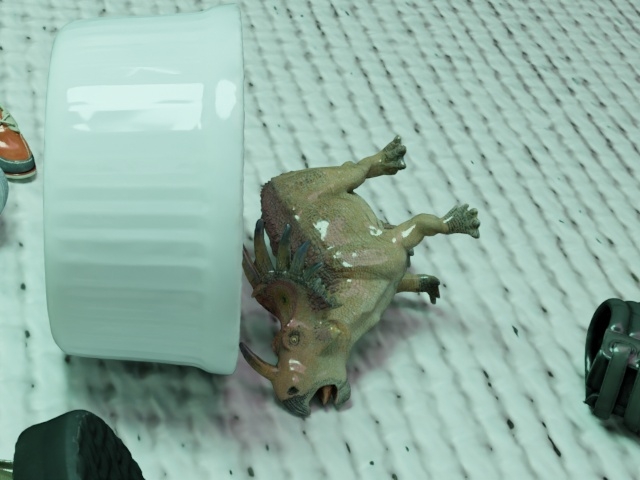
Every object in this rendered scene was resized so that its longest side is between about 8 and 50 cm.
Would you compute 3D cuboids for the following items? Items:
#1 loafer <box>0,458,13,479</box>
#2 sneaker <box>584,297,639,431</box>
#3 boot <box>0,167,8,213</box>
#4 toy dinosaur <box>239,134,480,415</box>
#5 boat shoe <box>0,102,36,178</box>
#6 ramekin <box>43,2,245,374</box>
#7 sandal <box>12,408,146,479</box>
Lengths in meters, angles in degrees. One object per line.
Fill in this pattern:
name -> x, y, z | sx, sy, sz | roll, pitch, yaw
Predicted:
loafer -> -0.266, 0.160, 0.802 | 0.251, 0.087, 0.094 | 3, 35, -17
sneaker -> 0.290, 0.141, 1.033 | 0.147, 0.105, 0.296 | 5, 28, -10
boot -> -0.394, -0.054, 1.093 | 0.258, 0.095, 0.123 | 3, 22, -22
toy dinosaur -> 0.000, 0.000, 1.119 | 0.200, 0.127, 0.296 | -7, 33, -18
boat shoe -> -0.303, -0.105, 1.226 | 0.049, 0.043, 0.137 | -12, 42, -37
ramekin -> -0.129, -0.038, 0.992 | 0.135, 0.277, 0.277 | 0, 35, -6
sandal -> -0.126, 0.277, 0.652 | 0.107, 0.167, 0.446 | -23, 35, 6
